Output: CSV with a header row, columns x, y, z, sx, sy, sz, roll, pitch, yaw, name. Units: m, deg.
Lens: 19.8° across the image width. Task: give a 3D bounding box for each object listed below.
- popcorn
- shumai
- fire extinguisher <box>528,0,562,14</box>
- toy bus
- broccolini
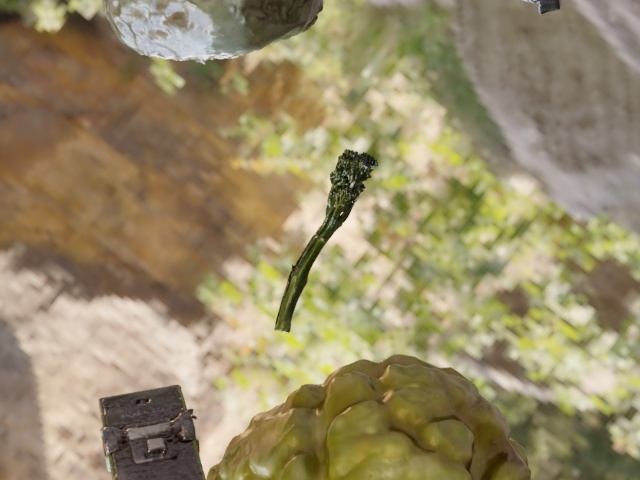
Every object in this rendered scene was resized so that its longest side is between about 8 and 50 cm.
x,y,z,sx,sy,sz,roll,pitch,yaw,name
0.034,0.209,1.283,0.224,0.270,0.258,12,-171,-17,popcorn
-0.113,-0.299,1.837,0.225,0.222,0.261,0,-155,14,shumai
0.241,-0.351,1.894,0.113,0.376,0.200,19,128,3,fire extinguisher
-0.159,0.273,1.872,0.302,0.113,0.139,-113,17,-60,toy bus
0.000,0.000,2.179,0.051,0.239,0.054,31,173,-40,broccolini
